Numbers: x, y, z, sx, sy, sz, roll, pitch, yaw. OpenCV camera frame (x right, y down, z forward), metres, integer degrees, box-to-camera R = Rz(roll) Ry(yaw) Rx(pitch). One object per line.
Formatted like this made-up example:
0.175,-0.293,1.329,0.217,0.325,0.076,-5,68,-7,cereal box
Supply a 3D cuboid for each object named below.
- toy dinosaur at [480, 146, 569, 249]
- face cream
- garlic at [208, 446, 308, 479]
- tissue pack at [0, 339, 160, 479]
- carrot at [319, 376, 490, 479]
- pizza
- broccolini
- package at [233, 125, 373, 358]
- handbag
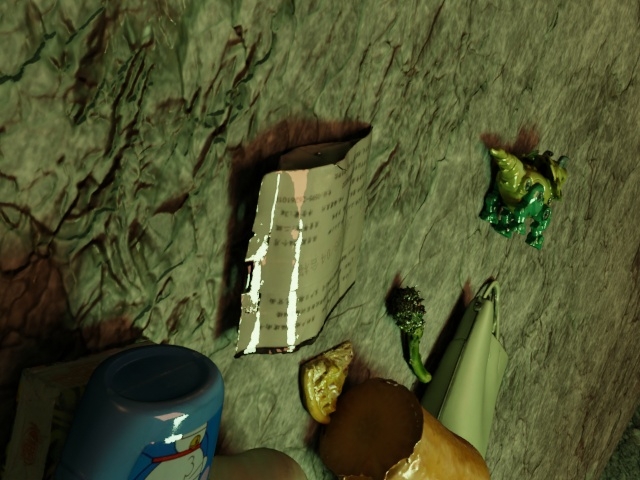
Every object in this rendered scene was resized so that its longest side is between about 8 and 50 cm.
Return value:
0.299,-0.076,1.460,0.259,0.094,0.153,12,98,-54,toy dinosaur
-0.148,0.211,0.742,0.149,0.083,0.264,-17,129,-50,face cream
-0.042,0.344,0.994,0.281,0.184,0.203,92,-3,-46,garlic
-0.182,0.147,0.789,0.148,0.060,0.109,-9,116,-57,tissue pack
0.103,0.306,1.283,0.196,0.196,0.254,-62,145,-13,carrot
0.015,0.163,1.184,0.108,0.026,0.123,-54,148,-29,pizza
0.133,0.143,1.358,0.239,0.054,0.051,74,31,-52,broccolini
0.000,0.000,1.011,0.251,0.062,0.204,-29,135,-55,package
0.257,0.212,1.565,0.315,0.109,0.241,-62,152,-21,handbag
